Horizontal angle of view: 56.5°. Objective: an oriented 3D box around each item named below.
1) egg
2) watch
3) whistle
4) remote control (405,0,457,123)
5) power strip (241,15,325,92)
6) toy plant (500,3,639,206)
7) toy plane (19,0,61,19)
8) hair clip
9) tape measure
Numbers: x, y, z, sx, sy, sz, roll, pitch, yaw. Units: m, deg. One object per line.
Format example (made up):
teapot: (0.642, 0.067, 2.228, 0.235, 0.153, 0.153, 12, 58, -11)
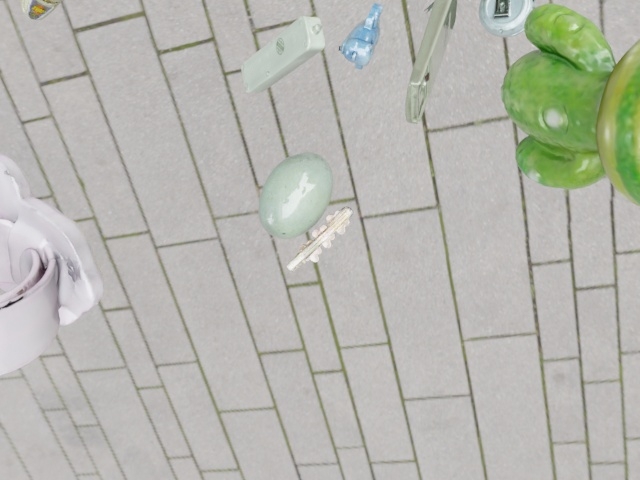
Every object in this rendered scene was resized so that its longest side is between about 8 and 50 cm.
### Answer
egg: (-0.062, -0.114, 1.507, 0.169, 0.169, 0.236, 28, 91, -4)
watch: (-0.410, 0.033, 0.703, 0.249, 0.218, 0.210, 29, 125, 20)
whistle: (0.125, -0.566, 1.680, 0.093, 0.269, 0.180, 21, 134, 8)
remote control: (0.208, -0.362, 1.129, 0.038, 0.285, 0.123, 15, 158, 15)
power strip: (-0.105, -0.505, 1.633, 0.385, 0.063, 0.090, -12, 88, 55)
toy plant: (0.308, -0.147, 0.647, 0.185, 0.316, 0.224, -24, 113, -15)
toy plane: (-0.283, -0.391, 0.701, 0.108, 0.092, 0.286, 34, 100, 32)
hair clip: (0.001, 0.000, 1.427, 0.214, 0.056, 0.062, -44, 88, 8)
tape measure: (0.434, -0.641, 1.659, 0.331, 0.084, 0.163, 1, 87, 28)
